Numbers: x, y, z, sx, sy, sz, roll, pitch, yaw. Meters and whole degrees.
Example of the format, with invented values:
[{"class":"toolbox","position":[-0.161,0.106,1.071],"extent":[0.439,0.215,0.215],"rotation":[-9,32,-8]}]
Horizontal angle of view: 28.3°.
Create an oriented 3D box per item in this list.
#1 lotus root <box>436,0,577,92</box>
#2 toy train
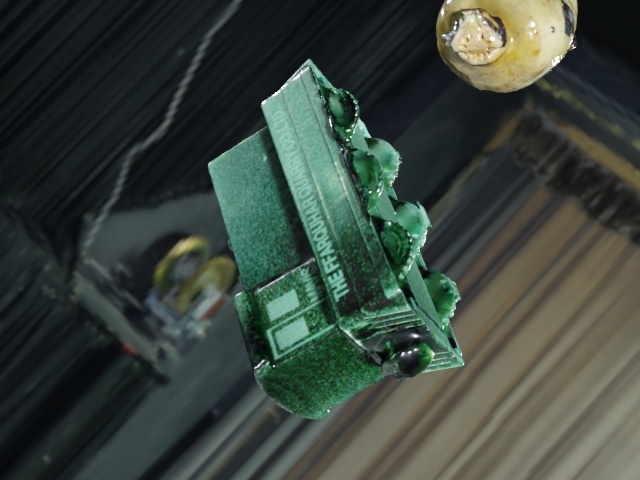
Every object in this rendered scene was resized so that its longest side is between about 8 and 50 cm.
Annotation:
[{"class":"lotus root","position":[0.223,-0.251,1.465],"extent":[0.154,0.257,0.140],"rotation":[6,-60,30]},{"class":"toy train","position":[0.000,0.000,1.118],"extent":[0.138,0.178,0.330],"rotation":[44,20,-47]}]
